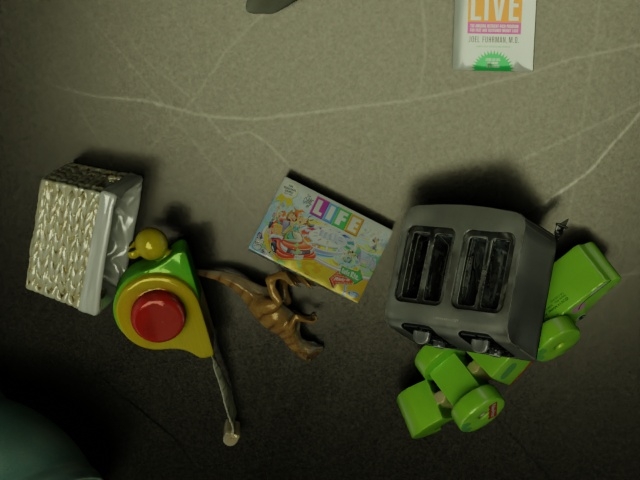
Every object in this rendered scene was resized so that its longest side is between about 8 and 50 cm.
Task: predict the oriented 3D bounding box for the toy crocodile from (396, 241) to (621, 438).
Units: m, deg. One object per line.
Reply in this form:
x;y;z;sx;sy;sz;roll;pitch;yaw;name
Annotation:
0.230;0.134;1.351;0.340;0.105;0.115;-45;56;14;toy crocodile

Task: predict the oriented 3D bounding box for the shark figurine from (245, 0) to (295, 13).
-0.010;-0.392;1.213;0.166;0.116;0.278;2;109;6;shark figurine

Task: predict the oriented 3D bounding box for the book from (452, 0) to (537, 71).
0.205;-0.273;1.266;0.096;0.035;0.144;3;109;11;book

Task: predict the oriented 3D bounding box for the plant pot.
-0.462;0.316;1.428;0.293;0.293;0.196;-40;71;17;plant pot

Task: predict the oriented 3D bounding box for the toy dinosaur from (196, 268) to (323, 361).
-0.072;0.078;1.393;0.211;0.064;0.112;42;109;-6;toy dinosaur

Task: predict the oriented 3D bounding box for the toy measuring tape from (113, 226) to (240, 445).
-0.195;0.134;1.408;0.121;0.121;0.330;-9;115;10;toy measuring tape

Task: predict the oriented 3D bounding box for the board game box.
0.000;0.000;1.356;0.154;0.026;0.103;26;82;-1;board game box

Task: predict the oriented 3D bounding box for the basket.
-0.302;-0.007;1.371;0.103;0.113;0.167;14;108;5;basket

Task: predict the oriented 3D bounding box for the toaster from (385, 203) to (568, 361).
0.183;0.043;1.278;0.168;0.110;0.185;6;78;34;toaster
